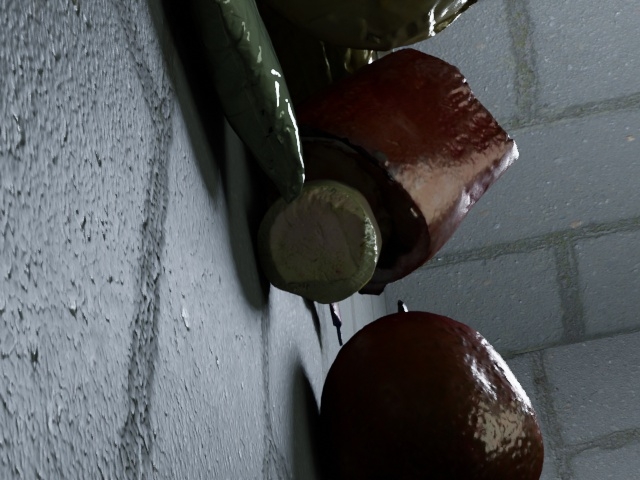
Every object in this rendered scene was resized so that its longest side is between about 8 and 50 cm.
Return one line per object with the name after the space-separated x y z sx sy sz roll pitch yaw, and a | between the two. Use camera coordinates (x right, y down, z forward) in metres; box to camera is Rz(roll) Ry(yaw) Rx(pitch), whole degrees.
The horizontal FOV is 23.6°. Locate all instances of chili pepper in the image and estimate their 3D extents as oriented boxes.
0.099 -0.114 1.934 0.305 0.251 0.229 -42 142 -34 | chili pepper

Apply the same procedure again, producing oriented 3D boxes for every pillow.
-0.094 -0.216 1.592 0.274 0.076 0.281 -109 179 -48 | pillow

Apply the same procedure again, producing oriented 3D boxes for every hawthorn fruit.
0.135 0.221 2.032 0.285 0.284 0.369 74 3 -46 | hawthorn fruit

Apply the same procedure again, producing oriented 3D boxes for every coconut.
0.000 0.000 1.781 0.153 0.147 0.147 -62 140 -85 | coconut

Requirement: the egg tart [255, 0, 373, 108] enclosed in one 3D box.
-0.009 -0.283 2.201 0.388 0.169 0.388 -10 90 -88 | egg tart

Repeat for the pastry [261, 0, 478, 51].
0.043 -0.420 1.920 0.245 0.409 0.410 121 -38 -65 | pastry

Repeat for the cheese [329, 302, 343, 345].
0.008 0.047 2.242 0.155 0.062 0.244 -98 175 -52 | cheese

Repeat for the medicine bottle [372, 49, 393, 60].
0.019 -0.314 2.447 0.103 0.186 0.103 -12 90 -85 | medicine bottle
